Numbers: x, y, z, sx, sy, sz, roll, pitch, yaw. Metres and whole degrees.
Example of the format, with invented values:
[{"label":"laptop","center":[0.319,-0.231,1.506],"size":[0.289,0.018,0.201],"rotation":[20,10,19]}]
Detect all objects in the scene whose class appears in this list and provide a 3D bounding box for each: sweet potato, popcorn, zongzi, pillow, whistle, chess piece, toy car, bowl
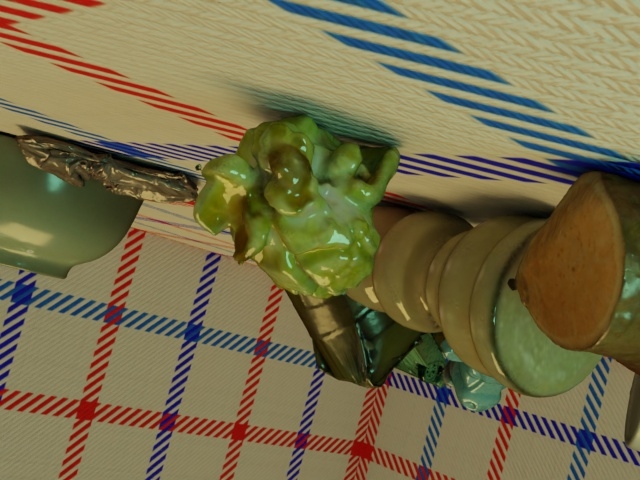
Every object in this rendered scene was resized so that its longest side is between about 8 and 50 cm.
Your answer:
[{"label":"sweet potato","center":[0.303,0.056,0.607],"size":[0.336,0.131,0.131],"rotation":[17,174,-16]},{"label":"popcorn","center":[-0.016,-0.024,0.656],"size":[0.162,0.142,0.135],"rotation":[-27,-166,-28]},{"label":"zongzi","center":[0.083,0.009,1.085],"size":[0.123,0.289,0.260],"rotation":[7,129,59]},{"label":"pillow","center":[-0.288,-0.091,1.188],"size":[0.248,0.049,0.135],"rotation":[13,171,-10]},{"label":"whistle","center":[0.252,0.141,1.218],"size":[0.186,0.093,0.274],"rotation":[8,133,-15]},{"label":"chess piece","center":[0.129,0.033,0.871],"size":[0.167,0.167,0.299],"rotation":[18,-179,-34]},{"label":"toy car","center":[0.145,0.158,1.633],"size":[0.141,0.097,0.321],"rotation":[18,153,42]},{"label":"bowl","center":[-0.470,-0.048,1.400],"size":[0.353,0.185,0.354],"rotation":[15,175,1]}]

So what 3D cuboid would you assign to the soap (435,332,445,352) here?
[{"label":"soap","center":[0.308,0.164,1.678],"size":[0.073,0.140,0.232],"rotation":[20,173,-43]}]

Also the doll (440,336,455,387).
[{"label":"doll","center":[0.256,0.153,1.475],"size":[0.258,0.153,0.195],"rotation":[22,-143,-33]}]

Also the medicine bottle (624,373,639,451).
[{"label":"medicine bottle","center":[0.597,0.224,1.108],"size":[0.371,0.211,0.211],"rotation":[14,175,16]}]
